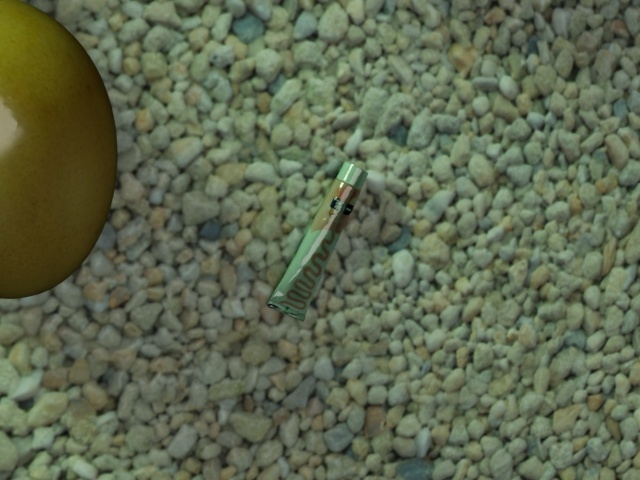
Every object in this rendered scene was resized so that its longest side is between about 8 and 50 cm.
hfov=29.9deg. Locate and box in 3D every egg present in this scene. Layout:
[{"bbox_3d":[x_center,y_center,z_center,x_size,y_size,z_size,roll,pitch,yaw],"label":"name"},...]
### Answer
[{"bbox_3d":[-0.334,-0.092,1.225,0.250,0.250,0.322,-15,115,-20],"label":"egg"}]

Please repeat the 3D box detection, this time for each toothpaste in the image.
[{"bbox_3d":[0.000,0.000,1.497,0.056,0.036,0.205,25,92,-26],"label":"toothpaste"}]
